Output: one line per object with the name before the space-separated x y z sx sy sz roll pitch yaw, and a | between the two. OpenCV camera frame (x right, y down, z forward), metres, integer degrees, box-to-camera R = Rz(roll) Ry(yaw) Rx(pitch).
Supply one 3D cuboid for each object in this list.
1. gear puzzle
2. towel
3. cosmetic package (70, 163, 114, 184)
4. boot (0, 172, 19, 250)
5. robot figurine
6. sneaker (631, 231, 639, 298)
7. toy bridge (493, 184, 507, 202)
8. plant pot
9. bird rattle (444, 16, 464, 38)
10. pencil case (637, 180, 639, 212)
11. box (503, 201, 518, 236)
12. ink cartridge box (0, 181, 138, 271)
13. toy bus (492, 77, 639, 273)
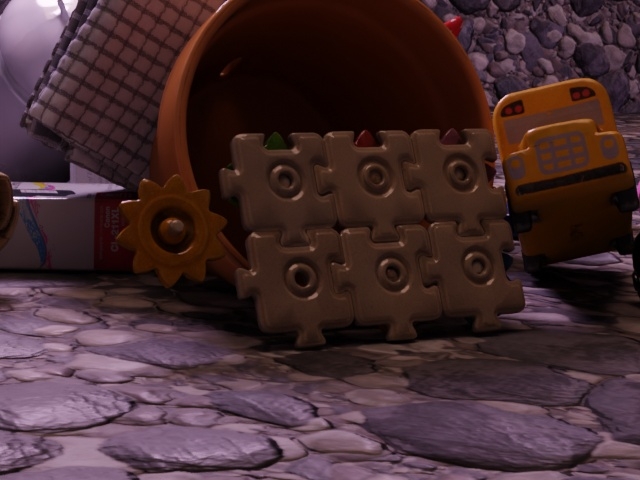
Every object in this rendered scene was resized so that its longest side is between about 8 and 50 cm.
gear puzzle | 0.000 0.000 1.229 0.339 0.175 0.044 -3 -15 -27
towel | -0.129 -0.153 1.509 0.284 0.235 0.121 28 2 -36
cosmetic package | -0.180 -0.136 1.840 0.225 0.224 0.138 0 9 -11
boot | -0.343 -0.076 1.416 0.203 0.262 0.095 10 -26 37
robot figurine | -0.347 -0.199 2.017 0.300 0.199 0.353 -10 -22 -39
sneaker | 0.364 0.003 1.421 0.147 0.104 0.296 10 15 18
toy bridge | 0.206 -0.066 2.118 0.063 0.026 0.188 -1 9 -25
plant pot | -0.025 -0.070 1.366 0.291 0.290 0.203 -3 -7 -27
bird rattle | 0.123 -0.098 1.669 0.143 0.253 0.207 1 32 -1
pencil case | 0.459 -0.044 1.820 0.098 0.095 0.209 -37 23 -13
box | 0.282 -0.027 1.836 0.136 0.036 0.225 3 8 13
ink cartridge box | -0.264 -0.015 1.527 0.175 0.072 0.127 1 9 -6
toy bus | 0.225 -0.054 1.446 0.108 0.130 0.332 -12 -14 8
